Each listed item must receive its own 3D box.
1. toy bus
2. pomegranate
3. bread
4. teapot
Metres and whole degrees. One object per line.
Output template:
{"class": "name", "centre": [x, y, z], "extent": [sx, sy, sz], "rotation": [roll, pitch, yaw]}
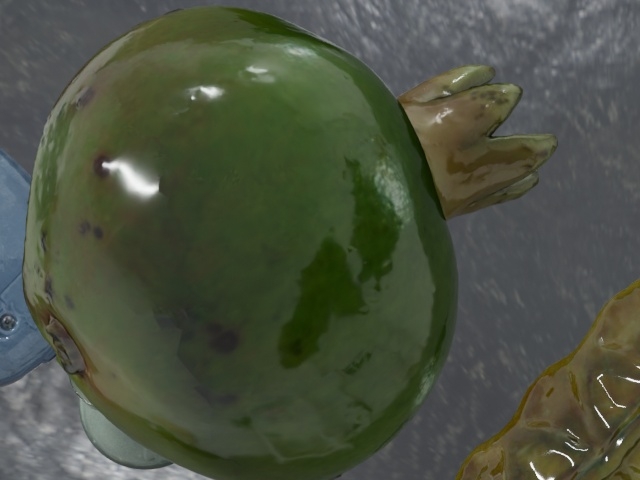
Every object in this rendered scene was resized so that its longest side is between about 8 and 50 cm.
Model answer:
{"class": "toy bus", "centre": [-0.364, 0.008, 1.534], "extent": [0.294, 0.232, 0.197], "rotation": [42, 72, -6]}
{"class": "pomegranate", "centre": [0.000, 0.000, 0.975], "extent": [0.359, 0.216, 0.309], "rotation": [-24, 116, -16]}
{"class": "bread", "centre": [0.119, 0.124, 0.729], "extent": [0.098, 0.087, 0.269], "rotation": [39, 99, -7]}
{"class": "teapot", "centre": [-0.234, 0.187, 1.951], "extent": [0.184, 0.251, 0.183], "rotation": [-2, 73, 7]}
